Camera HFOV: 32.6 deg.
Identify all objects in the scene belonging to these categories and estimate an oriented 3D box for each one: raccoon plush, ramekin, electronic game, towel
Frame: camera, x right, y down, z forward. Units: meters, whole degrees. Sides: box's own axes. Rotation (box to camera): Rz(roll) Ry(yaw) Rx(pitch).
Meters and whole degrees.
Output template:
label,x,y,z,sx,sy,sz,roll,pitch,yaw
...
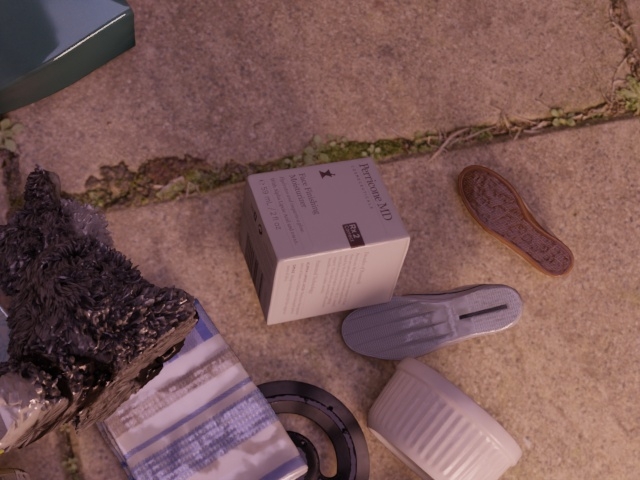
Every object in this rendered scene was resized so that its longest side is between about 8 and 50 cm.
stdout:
label,x,y,z,sx,sy,sz,roll,pitch,yaw
raccoon plush,-0.326,0.050,1.276,0.216,0.446,0.299,-44,82,2
ramekin,0.158,0.262,1.474,0.207,0.207,0.109,42,80,-4
electronic game,-0.046,0.304,1.485,0.229,0.048,0.229,2,75,-8
towel,-0.172,0.244,1.443,0.209,0.034,0.285,-31,80,-14

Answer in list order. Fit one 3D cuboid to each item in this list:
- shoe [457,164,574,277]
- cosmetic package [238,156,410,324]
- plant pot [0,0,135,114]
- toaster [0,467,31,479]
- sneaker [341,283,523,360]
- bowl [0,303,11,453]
label,x,y,z,sx,sy,sz,roll,pitch,yaw
shoe,0.288,-0.025,1.648,0.076,0.058,0.219,-44,89,1
cosmetic package,0.000,0.000,1.483,0.184,0.151,0.151,-11,55,-17
plant pot,-0.391,-0.281,1.456,0.234,0.165,0.165,-37,90,-11
toaster,-0.408,0.371,1.304,0.146,0.227,0.129,-7,38,-22
sneaker,0.160,0.117,1.564,0.258,0.091,0.094,-8,85,4
bowl,-0.502,0.169,1.315,0.156,0.289,0.289,-39,91,24
